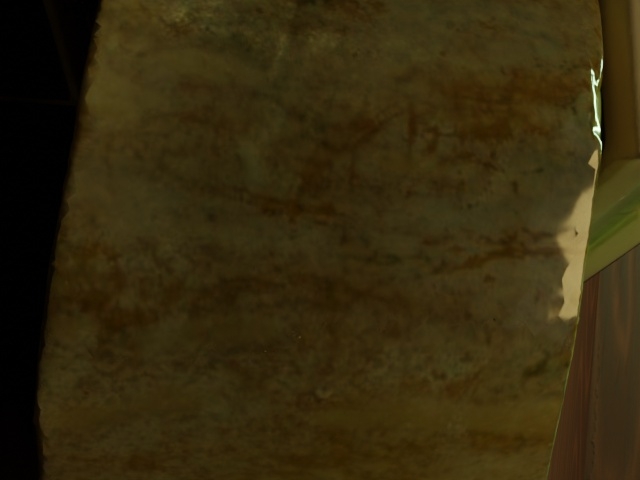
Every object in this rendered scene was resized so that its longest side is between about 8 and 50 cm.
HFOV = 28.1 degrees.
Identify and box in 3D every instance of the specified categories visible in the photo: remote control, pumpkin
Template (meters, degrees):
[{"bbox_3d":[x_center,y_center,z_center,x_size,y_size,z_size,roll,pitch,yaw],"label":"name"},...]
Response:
[{"bbox_3d":[0.108,-0.036,0.603,0.277,0.055,0.103,118,-27,-71],"label":"remote control"},{"bbox_3d":[0.000,0.000,0.557,0.332,0.199,0.332,-168,-90,-84],"label":"pumpkin"}]

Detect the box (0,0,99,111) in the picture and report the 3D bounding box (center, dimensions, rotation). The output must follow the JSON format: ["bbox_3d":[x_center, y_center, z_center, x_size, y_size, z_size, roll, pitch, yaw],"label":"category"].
[{"bbox_3d":[-0.125,-0.094,0.493,0.035,0.083,0.079,-62,149,-47],"label":"box"}]
